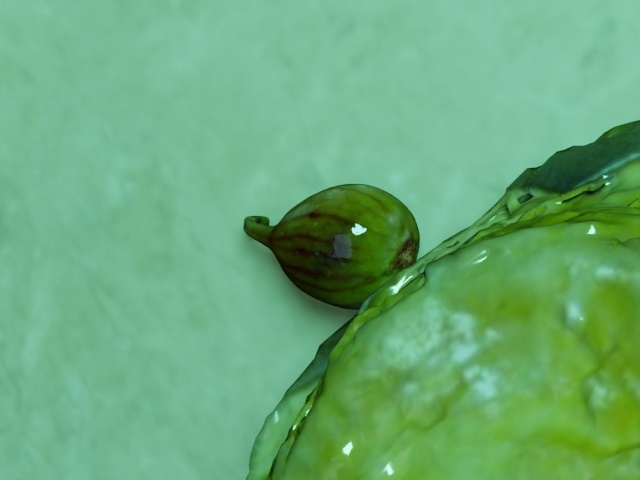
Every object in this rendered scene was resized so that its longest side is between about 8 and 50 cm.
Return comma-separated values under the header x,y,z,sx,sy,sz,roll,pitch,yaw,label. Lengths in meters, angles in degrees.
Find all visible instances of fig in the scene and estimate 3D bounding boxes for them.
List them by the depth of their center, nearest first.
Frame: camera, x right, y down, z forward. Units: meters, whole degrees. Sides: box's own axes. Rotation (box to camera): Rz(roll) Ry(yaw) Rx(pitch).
x,y,z,sx,sy,sz,roll,pitch,yaw,label
0.000,0.000,0.678,0.083,0.050,0.050,11,106,40,fig

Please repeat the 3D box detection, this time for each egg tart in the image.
x,y,z,sx,sy,sz,roll,pitch,yaw,label
0.083,0.101,0.530,0.341,0.132,0.341,-16,59,28,egg tart
